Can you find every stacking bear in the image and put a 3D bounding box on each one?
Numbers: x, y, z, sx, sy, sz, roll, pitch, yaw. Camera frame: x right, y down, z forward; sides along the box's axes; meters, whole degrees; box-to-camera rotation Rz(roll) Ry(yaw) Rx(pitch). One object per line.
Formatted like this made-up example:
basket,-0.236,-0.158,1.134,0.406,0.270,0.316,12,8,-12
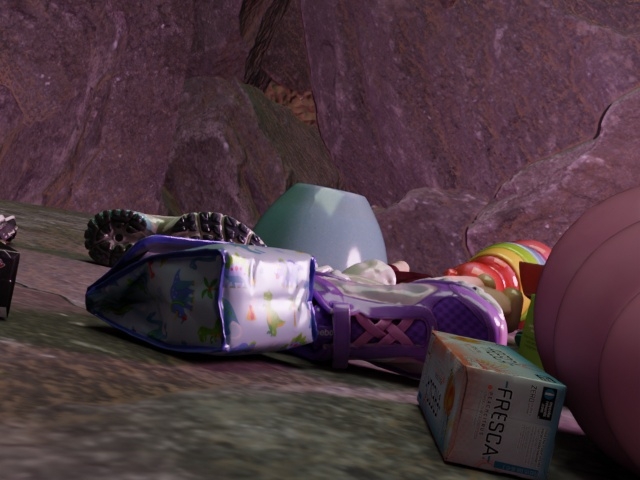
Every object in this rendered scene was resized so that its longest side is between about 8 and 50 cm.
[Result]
stacking bear,0.323,0.087,1.630,0.289,0.164,0.175,-8,60,-53

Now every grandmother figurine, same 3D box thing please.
grandmother figurine,0.160,0.089,1.303,0.342,0.104,0.208,8,7,-40

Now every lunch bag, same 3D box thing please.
lunch bag,-0.097,0.046,0.726,0.151,0.096,0.129,-5,-7,35

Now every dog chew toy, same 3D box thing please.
dog chew toy,0.242,0.067,0.567,0.206,0.206,0.332,12,9,12

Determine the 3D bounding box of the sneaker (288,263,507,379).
sneaker,0.042,0.076,0.774,0.236,0.095,0.104,6,5,26

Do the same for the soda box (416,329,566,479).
soda box,0.106,0.102,0.583,0.063,0.058,0.183,12,1,1

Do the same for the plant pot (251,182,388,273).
plant pot,0.000,0.000,1.653,0.290,0.195,0.290,12,1,0

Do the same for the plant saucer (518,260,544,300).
plant saucer,0.425,0.128,1.303,0.259,0.048,0.258,36,-3,-8

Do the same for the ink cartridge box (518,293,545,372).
ink cartridge box,0.326,0.125,0.831,0.189,0.097,0.255,11,0,-11

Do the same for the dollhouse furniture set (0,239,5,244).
dollhouse furniture set,-0.466,-0.042,1.032,0.182,0.101,0.161,11,1,-26

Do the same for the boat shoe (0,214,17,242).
boat shoe,-0.474,-0.014,1.317,0.046,0.038,0.125,-32,6,-13

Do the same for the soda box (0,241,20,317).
soda box,-0.297,0.020,0.724,0.060,0.053,0.169,11,0,-31

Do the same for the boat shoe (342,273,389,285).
boat shoe,0.071,0.089,0.933,0.228,0.068,0.081,7,41,-15

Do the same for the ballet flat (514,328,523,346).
ballet flat,0.328,0.146,1.290,0.041,0.041,0.114,11,0,-18

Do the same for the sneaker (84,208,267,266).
sneaker,-0.205,0.007,1.343,0.283,0.110,0.122,12,-3,6
